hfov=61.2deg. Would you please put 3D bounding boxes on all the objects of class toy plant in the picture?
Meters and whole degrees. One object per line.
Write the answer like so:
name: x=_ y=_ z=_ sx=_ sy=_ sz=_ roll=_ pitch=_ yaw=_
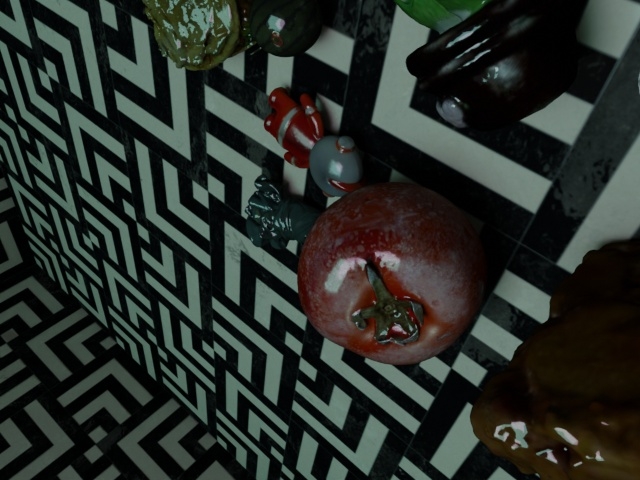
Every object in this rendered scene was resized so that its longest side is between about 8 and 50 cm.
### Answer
toy plant: x=0.155 y=-0.241 z=0.556 sx=0.235 sy=0.175 sz=0.218 roll=57 pitch=-174 yaw=-12

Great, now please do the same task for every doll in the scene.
doll: x=-0.003 y=-0.150 z=0.888 sx=0.245 sy=0.076 sz=0.142 roll=42 pitch=144 yaw=20

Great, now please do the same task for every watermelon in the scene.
watermelon: x=-0.058 y=-0.310 z=0.780 sx=0.133 sy=0.105 sz=0.105 roll=-32 pitch=94 yaw=33

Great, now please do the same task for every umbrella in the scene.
umbrella: x=-0.001 y=-0.001 z=0.994 sx=0.348 sy=0.094 sz=0.143 roll=30 pitch=143 yaw=25

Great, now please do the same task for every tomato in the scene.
tomato: x=0.104 y=0.039 z=0.792 sx=0.270 sy=0.227 sz=0.270 roll=5 pitch=126 yaw=7

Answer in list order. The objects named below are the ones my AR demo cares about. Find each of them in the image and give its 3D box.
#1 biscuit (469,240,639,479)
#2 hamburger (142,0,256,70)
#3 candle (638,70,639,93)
biscuit: x=0.385 y=0.123 z=0.471 sx=0.395 sy=0.342 sz=0.166 roll=-8 pitch=115 yaw=53
hamburger: x=-0.178 y=-0.382 z=0.867 sx=0.206 sy=0.130 sz=0.183 roll=-17 pitch=109 yaw=33
candle: x=0.390 y=-0.116 z=0.489 sx=0.192 sy=0.068 sz=0.169 roll=25 pitch=132 yaw=35
